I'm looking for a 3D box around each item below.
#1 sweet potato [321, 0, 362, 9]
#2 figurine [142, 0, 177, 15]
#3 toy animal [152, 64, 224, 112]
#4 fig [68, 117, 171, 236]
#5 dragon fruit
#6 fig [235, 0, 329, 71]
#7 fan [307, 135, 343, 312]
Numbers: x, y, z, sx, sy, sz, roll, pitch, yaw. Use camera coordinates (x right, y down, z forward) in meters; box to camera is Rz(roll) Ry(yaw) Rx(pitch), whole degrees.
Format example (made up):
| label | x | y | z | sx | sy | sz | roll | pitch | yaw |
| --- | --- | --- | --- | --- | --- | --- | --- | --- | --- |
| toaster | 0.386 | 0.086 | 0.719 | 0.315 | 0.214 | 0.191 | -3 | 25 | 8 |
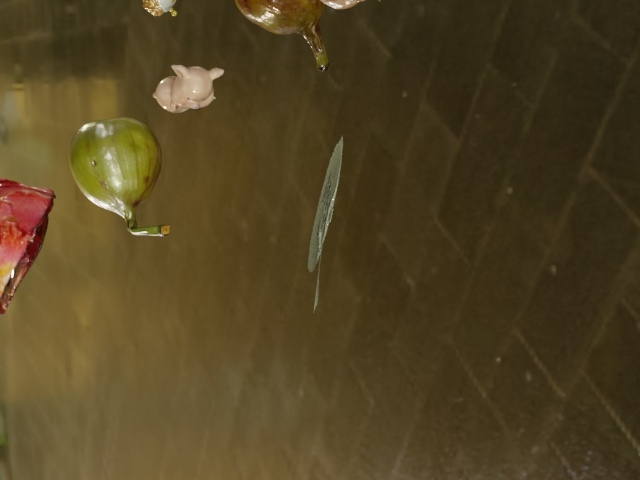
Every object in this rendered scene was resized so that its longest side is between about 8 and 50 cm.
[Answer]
| label | x | y | z | sx | sy | sz | roll | pitch | yaw |
| --- | --- | --- | --- | --- | --- | --- | --- | --- | --- |
| sweet potato | 0.040 | -0.411 | 1.751 | 0.195 | 0.056 | 0.056 | 22 | 115 | 50 |
| figurine | -0.306 | -0.491 | 1.959 | 0.101 | 0.068 | 0.143 | 54 | -151 | -80 |
| toy animal | -0.245 | -0.269 | 1.877 | 0.150 | 0.083 | 0.089 | -17 | 103 | 43 |
| fig | -0.311 | -0.101 | 1.652 | 0.142 | 0.147 | 0.186 | -76 | -22 | -77 |
| dragon fruit | -0.409 | 0.030 | 1.222 | 0.163 | 0.189 | 0.262 | 81 | -157 | -65 |
| fig | -0.071 | -0.481 | 2.172 | 0.290 | 0.190 | 0.191 | 70 | -179 | -62 |
| fan | -0.001 | 0.000 | 1.856 | 0.415 | 0.012 | 0.233 | 97 | -169 | -48 |
